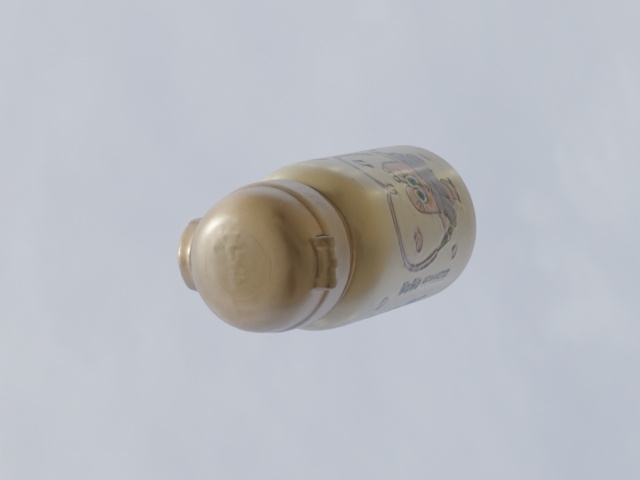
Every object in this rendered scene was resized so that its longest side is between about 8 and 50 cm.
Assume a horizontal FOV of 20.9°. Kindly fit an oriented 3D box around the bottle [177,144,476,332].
[{"bbox_3d":[0.000,0.000,0.988,0.209,0.110,0.097,-13,-79,-60],"label":"bottle"}]
